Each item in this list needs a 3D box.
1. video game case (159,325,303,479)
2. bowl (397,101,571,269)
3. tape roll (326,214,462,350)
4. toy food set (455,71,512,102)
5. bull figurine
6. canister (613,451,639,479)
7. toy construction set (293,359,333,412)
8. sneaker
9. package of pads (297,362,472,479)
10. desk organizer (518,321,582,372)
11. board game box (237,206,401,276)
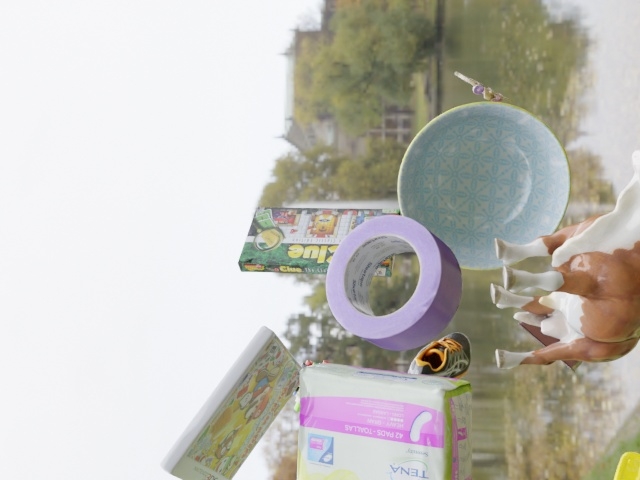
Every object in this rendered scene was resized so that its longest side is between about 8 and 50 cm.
[{"bbox_3d":[-0.113,0.247,1.174,0.227,0.026,0.206,-54,-24,-14],"label":"video game case"},{"bbox_3d":[0.285,-0.104,1.471,0.156,0.289,0.289,-55,-36,-75],"label":"bowl"},{"bbox_3d":[0.108,0.063,1.230,0.080,0.189,0.189,32,-126,-53],"label":"tape roll"},{"bbox_3d":[0.315,-0.290,1.610,0.019,0.078,0.122,-64,31,17],"label":"toy food set"},{"bbox_3d":[0.272,0.037,0.835,0.310,0.188,0.101,77,-171,-52],"label":"bull figurine"},{"bbox_3d":[0.733,0.589,1.955,0.126,0.073,0.170,-59,-36,-30],"label":"canister"},{"bbox_3d":[0.045,0.383,2.014,0.151,0.215,0.327,-61,-26,-11],"label":"toy construction set"},{"bbox_3d":[0.234,0.228,1.597,0.215,0.084,0.083,-35,-42,-49],"label":"sneaker"},{"bbox_3d":[0.084,0.319,1.081,0.101,0.229,0.296,1,-90,-58],"label":"package of pads"},{"bbox_3d":[0.442,0.185,1.567,0.050,0.130,0.047,-49,-29,4],"label":"desk organizer"},{"bbox_3d":[0.000,0.000,1.408,0.030,0.260,0.136,75,-158,-48],"label":"board game box"}]
